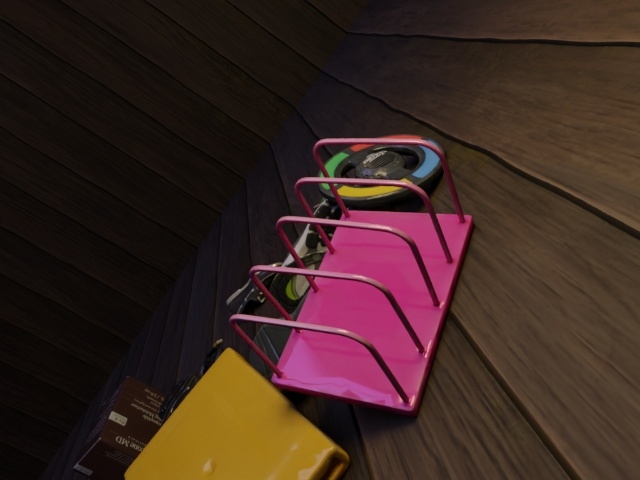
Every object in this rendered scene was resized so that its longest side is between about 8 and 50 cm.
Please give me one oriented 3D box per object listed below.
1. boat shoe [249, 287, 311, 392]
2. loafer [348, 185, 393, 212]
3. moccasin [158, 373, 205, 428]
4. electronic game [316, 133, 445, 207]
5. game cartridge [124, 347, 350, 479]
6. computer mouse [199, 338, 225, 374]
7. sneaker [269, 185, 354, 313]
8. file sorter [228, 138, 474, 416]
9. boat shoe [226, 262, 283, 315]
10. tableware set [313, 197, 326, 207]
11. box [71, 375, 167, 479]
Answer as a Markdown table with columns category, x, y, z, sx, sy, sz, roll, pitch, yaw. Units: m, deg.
| category | x | y | z | sx | sy | sz | roll | pitch | yaw |
| --- | --- | --- | --- | --- | --- | --- | --- | --- | --- |
| boat shoe | -0.011 | 0.157 | 1.054 | 0.320 | 0.103 | 0.118 | -49 | 53 | 37 |
| loafer | 0.096 | -0.028 | 1.131 | 0.087 | 0.094 | 0.251 | -6 | 40 | 24 |
| moccasin | -0.223 | 0.342 | 1.229 | 0.139 | 0.147 | 0.380 | -59 | 8 | -24 |
| electronic game | 0.104 | -0.127 | 1.139 | 0.229 | 0.048 | 0.229 | -13 | 32 | 8 |
| game cartridge | -0.141 | 0.332 | 0.918 | 0.285 | 0.053 | 0.323 | -51 | 34 | -9 |
| computer mouse | -0.236 | 0.299 | 1.496 | 0.262 | 0.060 | 0.184 | 123 | 164 | -46 |
| sneaker | 0.000 | 0.000 | 1.293 | 0.300 | 0.111 | 0.121 | -51 | 13 | 14 |
| file sorter | 0.044 | 0.032 | 0.819 | 0.202 | 0.182 | 0.291 | 4 | 55 | 31 |
| boat shoe | -0.151 | 0.128 | 1.602 | 0.206 | 0.075 | 0.065 | -41 | 65 | 30 |
| tableware set | 0.003 | -0.066 | 1.549 | 0.154 | 0.024 | 0.104 | -59 | 17 | -10 |
| box | -0.479 | 0.490 | 1.630 | 0.167 | 0.168 | 0.203 | -46 | 19 | 30 |
